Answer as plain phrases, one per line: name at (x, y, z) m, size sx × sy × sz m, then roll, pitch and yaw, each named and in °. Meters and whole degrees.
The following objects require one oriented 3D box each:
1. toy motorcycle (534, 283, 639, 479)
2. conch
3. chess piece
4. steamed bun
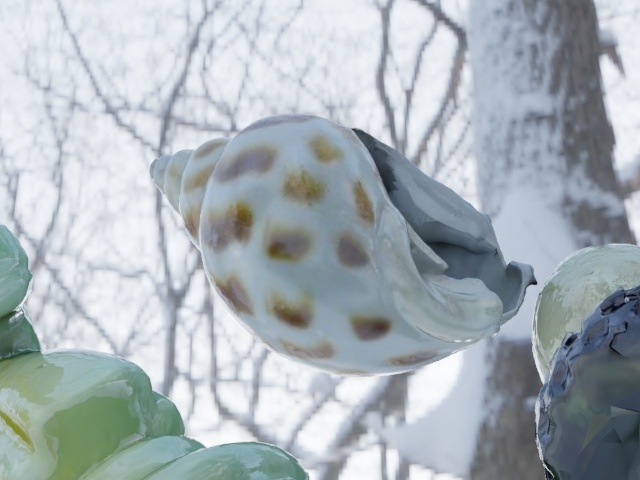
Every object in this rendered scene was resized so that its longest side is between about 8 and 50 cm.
toy motorcycle at (0.165, 0.087, 0.516) m, size 0.207 × 0.134 × 0.401 m, roll -4°, pitch -69°, yaw 7°
conch at (0.000, 0.000, 1.233) m, size 0.149 × 0.275 × 0.182 m, roll -51°, pitch -19°, yaw 21°
chess piece at (-0.138, 0.104, 0.934) m, size 0.175 × 0.298 × 0.176 m, roll -30°, pitch -36°, yaw -25°
steamed bun at (0.197, 0.061, 1.194) m, size 0.112 × 0.130 × 0.091 m, roll 12°, pitch -14°, yaw 1°
